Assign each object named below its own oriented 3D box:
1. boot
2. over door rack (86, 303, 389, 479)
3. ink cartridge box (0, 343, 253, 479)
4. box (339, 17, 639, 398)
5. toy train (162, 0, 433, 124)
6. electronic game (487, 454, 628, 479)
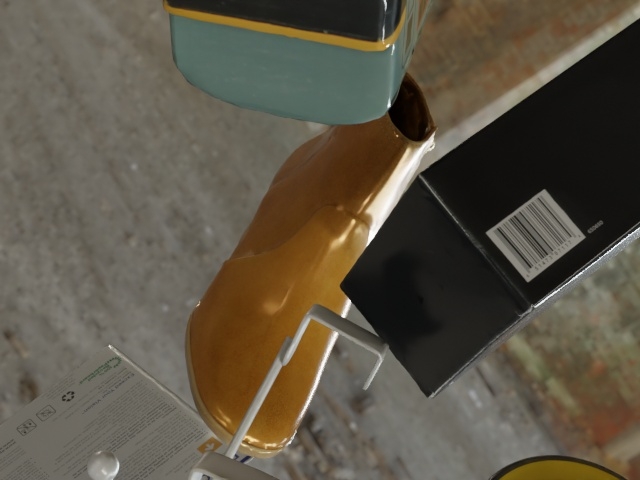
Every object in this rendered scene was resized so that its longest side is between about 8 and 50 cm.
[{"bbox_3d":[0.001,0.000,1.047,0.104,0.211,0.295,30,34,-16],"label":"boot"},{"bbox_3d":[-0.114,0.178,0.828,0.108,0.324,0.239,40,22,-1],"label":"over door rack"},{"bbox_3d":[-0.273,0.286,1.550,0.330,0.324,0.071,29,-31,49],"label":"ink cartridge box"},{"bbox_3d":[0.157,-0.035,0.867,0.103,0.261,0.184,50,-24,11],"label":"box"},{"bbox_3d":[0.019,-0.207,0.637,0.190,0.142,0.334,93,12,-45],"label":"toy train"},{"bbox_3d":[0.236,0.297,1.284,0.229,0.229,0.048,62,-32,29],"label":"electronic game"}]
